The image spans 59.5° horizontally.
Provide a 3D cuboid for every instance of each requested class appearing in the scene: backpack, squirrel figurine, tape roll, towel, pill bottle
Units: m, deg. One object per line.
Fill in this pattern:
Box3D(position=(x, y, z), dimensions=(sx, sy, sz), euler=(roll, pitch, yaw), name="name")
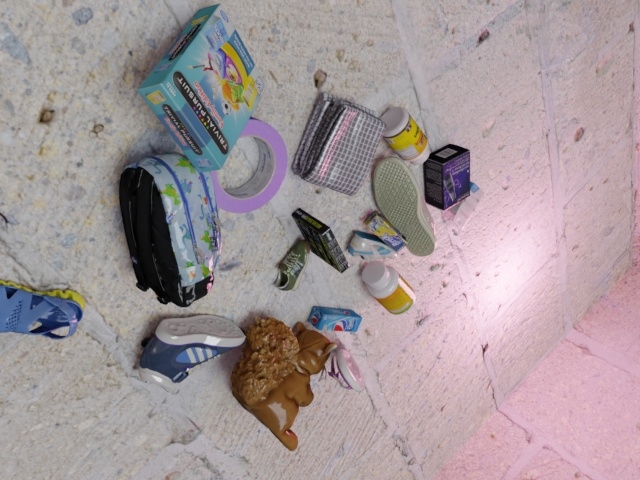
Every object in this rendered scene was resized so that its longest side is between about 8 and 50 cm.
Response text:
Box3D(position=(-0.395, -0.051, 1.463), dimensions=(0.273, 0.290, 0.356), euler=(-36, 124, -30), name="backpack")
Box3D(position=(-0.118, 0.437, 1.928), dimensions=(0.370, 0.281, 0.397), euler=(-44, 135, -20), name="squirrel figurine")
Box3D(position=(-0.232, -0.221, 1.610), dimensions=(0.274, 0.090, 0.275), euler=(-19, 124, -30), name="tape roll")
Box3D(position=(0.068, -0.298, 1.776), dimensions=(0.234, 0.121, 0.284), euler=(13, 108, -40), name="towel")
Box3D(position=(0.297, -0.355, 1.945), dimensions=(0.117, 0.117, 0.215), euler=(-54, 134, -3), name="pill bottle")
Box3D(position=(0.262, 0.181, 2.183), dimensions=(0.136, 0.136, 0.245), euler=(-51, 133, -6), name="pill bottle")

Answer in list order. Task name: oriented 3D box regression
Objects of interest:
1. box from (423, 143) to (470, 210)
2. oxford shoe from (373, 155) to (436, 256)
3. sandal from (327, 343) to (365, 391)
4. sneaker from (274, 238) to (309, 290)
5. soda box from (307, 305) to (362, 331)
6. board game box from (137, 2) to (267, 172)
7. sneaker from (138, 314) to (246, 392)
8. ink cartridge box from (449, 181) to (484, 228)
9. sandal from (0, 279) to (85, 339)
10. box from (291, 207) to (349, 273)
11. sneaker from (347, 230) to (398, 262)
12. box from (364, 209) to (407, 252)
Box3D(position=(0.490, -0.245, 2.165), dimensions=(0.153, 0.108, 0.207), euler=(-29, 127, -25), name="box")
Box3D(position=(0.318, -0.133, 2.082), dimensions=(0.450, 0.169, 0.130), euler=(58, 32, -33), name="oxford shoe")
Box3D(position=(0.084, 0.485, 2.067), dimensions=(0.102, 0.169, 0.416), euler=(-33, 174, 1), name="sandal")
Box3D(position=(-0.100, 0.087, 1.891), dimensions=(0.086, 0.064, 0.192), euler=(-1, 116, -44), name="sneaker")
Box3D(position=(0.057, 0.300, 2.124), dimensions=(0.210, 0.071, 0.067), euler=(11, 105, -42), name="soda box")
Box3D(position=(-0.273, -0.378, 1.387), dimensions=(0.254, 0.079, 0.336), euler=(58, 40, -41), name="board game box")
Box3D(position=(-0.412, 0.364, 1.759), dimensions=(0.322, 0.130, 0.236), euler=(9, 116, -46), name="sneaker")
Box3D(position=(0.595, -0.150, 2.330), dimensions=(0.104, 0.060, 0.180), euler=(30, 92, -44), name="ink cartridge box")
Box3D(position=(-0.734, 0.182, 1.384), dimensions=(0.317, 0.138, 0.126), euler=(5, 111, -38), name="sandal")
Box3D(position=(0.000, 0.000, 1.845), dimensions=(0.045, 0.184, 0.191), euler=(-41, 131, -16), name="box")
Box3D(position=(0.197, 0.034, 2.099), dimensions=(0.228, 0.087, 0.092), euler=(18, 109, -37), name="sneaker")
Box3D(position=(0.242, -0.032, 2.060), dimensions=(0.169, 0.054, 0.059), euler=(40, 109, -20), name="box")
